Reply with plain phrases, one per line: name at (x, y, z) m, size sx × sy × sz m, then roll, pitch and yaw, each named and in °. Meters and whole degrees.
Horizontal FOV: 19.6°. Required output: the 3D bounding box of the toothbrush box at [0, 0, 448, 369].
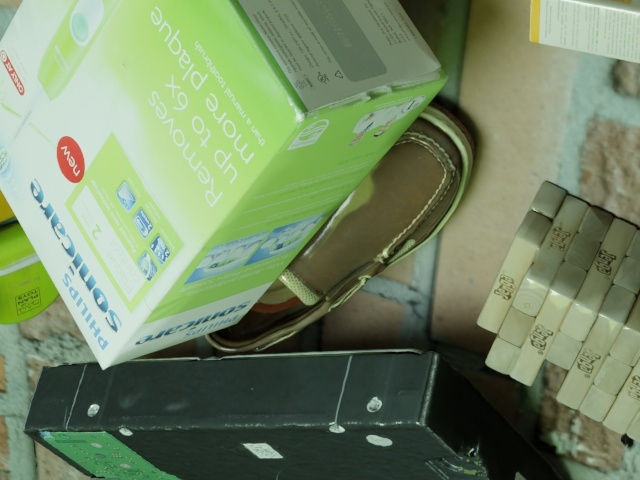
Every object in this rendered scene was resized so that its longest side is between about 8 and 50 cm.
toothbrush box at (-0.083, -0.086, 1.127) m, size 0.206 × 0.122 × 0.283 m, roll 59°, pitch 140°, yaw 15°

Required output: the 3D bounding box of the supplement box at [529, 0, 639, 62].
supplement box at (0.174, -0.132, 1.040) m, size 0.098 × 0.062 × 0.036 m, roll 14°, pitch 132°, yaw 19°

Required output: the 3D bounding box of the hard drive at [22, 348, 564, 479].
hard drive at (-0.015, 0.158, 1.347) m, size 0.339 × 0.064 × 0.237 m, roll -6°, pitch 147°, yaw 32°

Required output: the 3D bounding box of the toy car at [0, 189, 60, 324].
toy car at (-0.236, -0.028, 1.322) m, size 0.136 × 0.159 × 0.182 m, roll 44°, pitch 150°, yaw 41°

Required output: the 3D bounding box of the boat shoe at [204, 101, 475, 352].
boat shoe at (0.006, 0.005, 1.231) m, size 0.095 × 0.095 × 0.257 m, roll 40°, pitch 136°, yaw -7°

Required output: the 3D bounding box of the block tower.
block tower at (0.264, 0.092, 1.167) m, size 0.335 × 0.091 × 0.097 m, roll 26°, pitch 137°, yaw 7°
